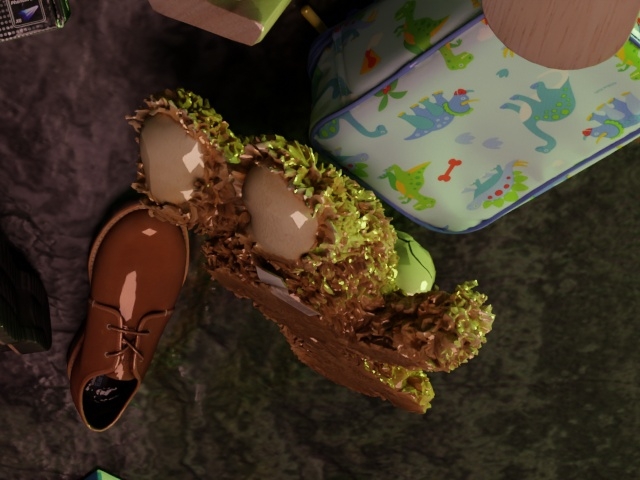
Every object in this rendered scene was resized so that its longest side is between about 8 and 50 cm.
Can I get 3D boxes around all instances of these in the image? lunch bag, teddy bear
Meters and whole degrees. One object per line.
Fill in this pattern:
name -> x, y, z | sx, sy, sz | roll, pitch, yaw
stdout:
lunch bag -> 0.112, -0.101, 1.052 | 0.219, 0.090, 0.176 | -32, 133, 32
teddy bear -> 0.000, 0.000, 1.098 | 0.338, 0.245, 0.113 | 41, 71, -41

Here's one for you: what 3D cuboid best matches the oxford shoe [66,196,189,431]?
oxford shoe -> -0.141, 0.059, 1.212 | 0.076, 0.076, 0.212 | 7, 130, -15

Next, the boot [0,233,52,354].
boot -> -0.277, 0.049, 1.139 | 0.137, 0.076, 0.198 | -8, 158, 3

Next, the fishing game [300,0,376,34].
fishing game -> 0.125, -0.174, 1.064 | 0.264, 0.041, 0.189 | -26, 136, 14

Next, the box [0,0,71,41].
box -> -0.254, -0.190, 0.912 | 0.191, 0.045, 0.184 | -12, 108, 1

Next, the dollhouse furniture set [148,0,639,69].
dollhouse furniture set -> 0.136, -0.198, 0.836 | 0.394, 0.362, 0.256 | 21, 131, 8

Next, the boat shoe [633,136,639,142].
boat shoe -> 0.321, -0.158, 1.099 | 0.285, 0.089, 0.104 | -29, 158, 20

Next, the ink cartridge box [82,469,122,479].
ink cartridge box -> -0.221, 0.308, 1.390 | 0.191, 0.139, 0.082 | -38, 131, 25
